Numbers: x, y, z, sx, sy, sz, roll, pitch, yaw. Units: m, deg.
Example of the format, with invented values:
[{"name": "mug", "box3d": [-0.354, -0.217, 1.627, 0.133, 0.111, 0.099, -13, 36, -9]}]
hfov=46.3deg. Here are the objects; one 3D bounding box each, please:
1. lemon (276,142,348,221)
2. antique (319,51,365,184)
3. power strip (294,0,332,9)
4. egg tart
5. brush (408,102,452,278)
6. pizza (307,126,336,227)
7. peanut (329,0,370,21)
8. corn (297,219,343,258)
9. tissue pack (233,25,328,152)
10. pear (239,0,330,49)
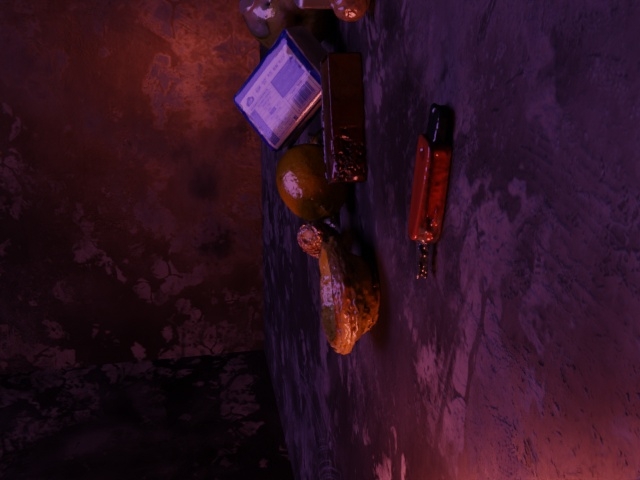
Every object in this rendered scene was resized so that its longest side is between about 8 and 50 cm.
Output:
[{"name": "lemon", "box3d": [-0.023, -0.156, 1.970, 0.188, 0.188, 0.257, 99, 150, -50]}, {"name": "antique", "box3d": [0.055, -0.289, 1.800, 0.093, 0.087, 0.310, -171, 78, -78]}, {"name": "power strip", "box3d": [0.009, -0.670, 1.764, 0.139, 0.140, 0.225, -109, 18, -59]}, {"name": "egg tart", "box3d": [0.068, 0.127, 1.790, 0.294, 0.123, 0.294, 175, 90, -82]}, {"name": "brush", "box3d": [0.183, -0.075, 1.288, 0.070, 0.051, 0.324, -120, 28, -61]}, {"name": "pizza", "box3d": [0.008, -0.193, 2.137, 0.288, 0.075, 0.280, 100, 159, -45]}, {"name": "peanut", "box3d": [0.057, -0.591, 1.630, 0.095, 0.108, 0.226, 180, 88, -71]}, {"name": "corn", "box3d": [0.000, 0.000, 1.967, 0.290, 0.098, 0.098, 27, -122, -79]}, {"name": "tissue pack", "box3d": [-0.080, -0.396, 1.974, 0.209, 0.137, 0.270, 52, 125, 13]}, {"name": "pear", "box3d": [-0.082, -0.638, 2.052, 0.271, 0.271, 0.271, 176, 90, -79]}]
